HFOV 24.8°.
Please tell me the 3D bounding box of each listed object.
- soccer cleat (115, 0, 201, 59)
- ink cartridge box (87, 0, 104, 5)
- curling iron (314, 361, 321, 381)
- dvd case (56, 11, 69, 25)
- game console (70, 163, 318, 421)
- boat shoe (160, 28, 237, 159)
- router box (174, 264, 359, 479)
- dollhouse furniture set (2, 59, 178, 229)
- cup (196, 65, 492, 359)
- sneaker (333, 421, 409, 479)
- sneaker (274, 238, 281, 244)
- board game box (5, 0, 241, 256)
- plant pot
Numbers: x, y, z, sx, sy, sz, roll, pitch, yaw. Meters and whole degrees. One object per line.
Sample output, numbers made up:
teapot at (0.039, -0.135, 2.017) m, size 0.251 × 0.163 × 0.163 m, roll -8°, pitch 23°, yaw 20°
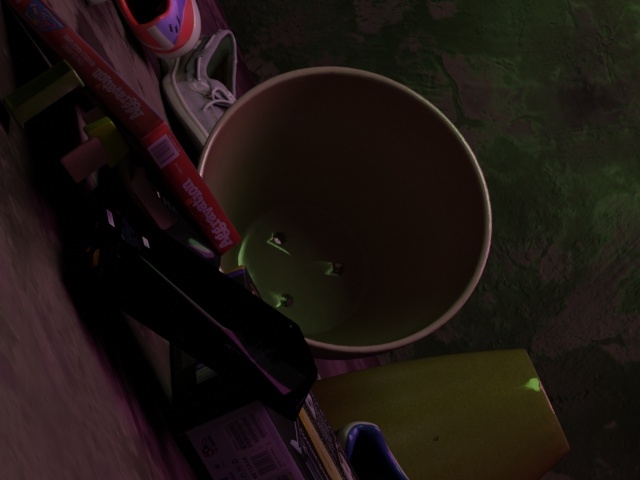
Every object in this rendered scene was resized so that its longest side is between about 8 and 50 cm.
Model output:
soccer cleat at (-0.246, -0.391, 1.888) m, size 0.116 × 0.108 × 0.318 m, roll 28°, pitch 40°, yaw -76°
ink cartridge box at (-0.231, -0.358, 1.707) m, size 0.072 × 0.127 × 0.175 m, roll 62°, pitch 6°, yaw -27°
curling iron at (0.024, 0.248, 2.041) m, size 0.274 × 0.035 × 0.068 m, roll 59°, pitch 9°, yaw -54°
dvd case at (-0.217, -0.165, 1.389) m, size 0.087 × 0.013 × 0.119 m, roll 50°, pitch -6°, yaw 8°
game console at (-0.117, 0.011, 1.229) m, size 0.213 × 0.044 × 0.361 m, roll 36°, pitch 11°, yaw -22°
boat shoe at (-0.148, -0.198, 1.972) m, size 0.320 × 0.103 × 0.118 m, roll -107°, pitch 171°, yaw -60°
router box at (-0.033, 0.210, 1.327) m, size 0.243 × 0.081 × 0.309 m, roll -103°, pitch 168°, yaw -64°
dollhouse furniture set at (-0.176, -0.061, 1.124) m, size 0.152 × 0.058 × 0.076 m, roll 58°, pitch -7°, yaw -32°
cup at (0.000, 0.000, 1.670) m, size 0.331 × 0.331 × 0.237 m, roll 67°, pitch -21°, yaw 13°
sneaker at (0.075, 0.330, 1.527) m, size 0.296 × 0.112 × 0.131 m, roll 58°, pitch -30°, yaw 21°
sneaker at (-0.067, 0.033, 1.971) m, size 0.054 × 0.061 × 0.152 m, roll 62°, pitch 7°, yaw -55°
board game box at (-0.169, -0.107, 1.209) m, size 0.281 × 0.027 × 0.145 m, roll 44°, pitch -12°, yaw 44°
plant pot at (0.143, 0.250, 1.780) m, size 0.275 × 0.293 × 0.275 m, roll -25°, pitch 90°, yaw -85°
